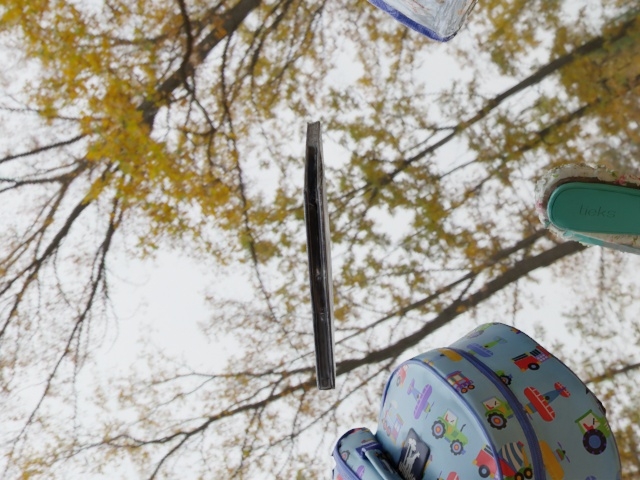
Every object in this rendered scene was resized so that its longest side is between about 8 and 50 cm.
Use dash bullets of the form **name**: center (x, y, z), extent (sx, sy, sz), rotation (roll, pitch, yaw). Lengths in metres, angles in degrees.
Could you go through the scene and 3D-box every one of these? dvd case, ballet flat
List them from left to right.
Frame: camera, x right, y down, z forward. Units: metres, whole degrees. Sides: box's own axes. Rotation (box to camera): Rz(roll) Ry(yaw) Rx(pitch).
- **dvd case**: center (0.000, 0.000, 0.649), extent (0.221, 0.018, 0.165), rotation (-89, -4, -69)
- **ballet flat**: center (0.307, -0.022, 0.659), extent (0.241, 0.091, 0.077), rotation (18, -156, 4)

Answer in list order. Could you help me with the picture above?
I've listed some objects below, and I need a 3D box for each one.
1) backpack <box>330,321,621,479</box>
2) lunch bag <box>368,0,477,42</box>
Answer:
- **backpack**: center (0.078, 0.138, 0.411), extent (0.116, 0.173, 0.158), rotation (-1, -157, -23)
- **lunch bag**: center (0.105, -0.389, 0.515), extent (0.239, 0.385, 0.328), rotation (29, -179, 0)
